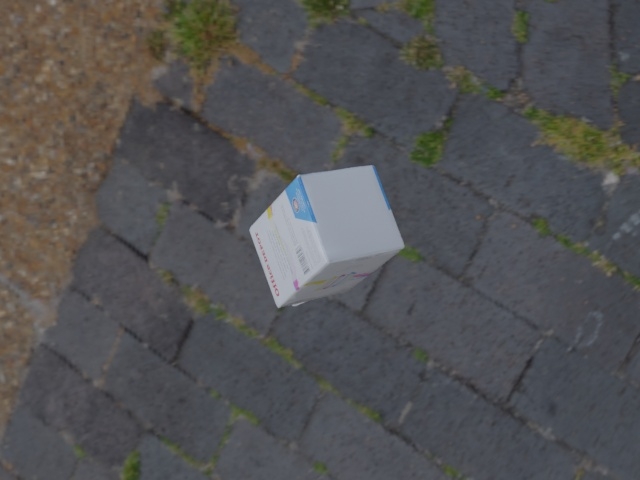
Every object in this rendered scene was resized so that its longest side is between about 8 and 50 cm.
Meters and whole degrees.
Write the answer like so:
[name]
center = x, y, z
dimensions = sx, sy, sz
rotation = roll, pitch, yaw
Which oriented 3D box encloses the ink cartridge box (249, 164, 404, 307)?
[ink cartridge box]
center = 0.000, 0.000, 1.086
dimensions = 0.143, 0.090, 0.092
rotation = -42, 64, 56
